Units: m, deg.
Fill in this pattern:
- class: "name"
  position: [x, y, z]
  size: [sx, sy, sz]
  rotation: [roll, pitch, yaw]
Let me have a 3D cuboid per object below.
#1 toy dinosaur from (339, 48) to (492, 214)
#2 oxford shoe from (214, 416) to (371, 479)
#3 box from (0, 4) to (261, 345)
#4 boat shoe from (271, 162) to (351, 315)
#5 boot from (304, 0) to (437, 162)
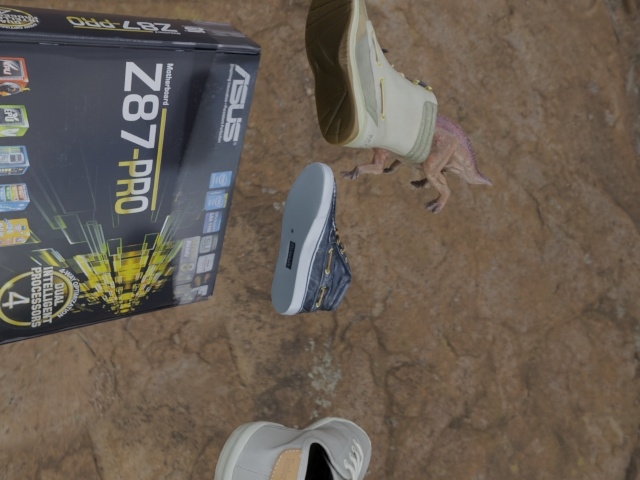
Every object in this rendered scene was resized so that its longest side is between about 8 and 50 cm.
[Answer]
- class: "toy dinosaur"
  position: [0.161, -0.174, 0.971]
  size: [0.295, 0.127, 0.200]
  rotation: [24, 118, 6]
- class: "oxford shoe"
  position: [0.003, 0.368, 0.940]
  size: [0.449, 0.130, 0.169]
  rotation: [38, 64, -60]
- class: "box"
  position: [-0.262, -0.069, 0.728]
  size: [0.318, 0.097, 0.395]
  rotation: [-11, 132, -38]
- class: "boat shoe"
  position: [0.000, 0.000, 0.704]
  size: [0.083, 0.065, 0.183]
  rotation: [3, 109, -38]
- class: "boot"
  position: [0.067, -0.204, 0.719]
  size: [0.165, 0.077, 0.213]
  rotation: [5, 76, -44]
